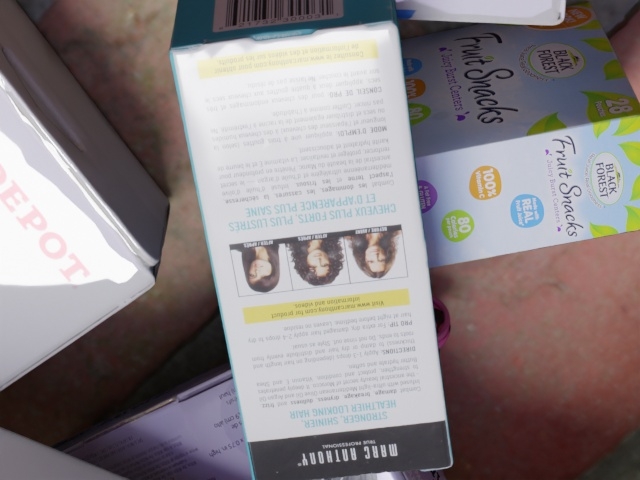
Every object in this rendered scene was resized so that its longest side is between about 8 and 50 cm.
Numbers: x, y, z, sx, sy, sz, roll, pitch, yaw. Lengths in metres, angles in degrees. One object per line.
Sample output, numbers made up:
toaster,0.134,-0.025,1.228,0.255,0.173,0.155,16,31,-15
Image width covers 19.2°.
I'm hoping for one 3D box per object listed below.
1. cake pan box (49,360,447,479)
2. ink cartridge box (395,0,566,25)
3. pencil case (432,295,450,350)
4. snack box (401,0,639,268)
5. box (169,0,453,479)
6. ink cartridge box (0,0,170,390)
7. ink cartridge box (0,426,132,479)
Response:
cake pan box,-0.043,0.199,1.055,0.267,0.070,0.246,-27,92,20
ink cartridge box,0.040,-0.168,0.946,0.148,0.203,0.086,1,108,-2
pencil case,0.012,0.129,1.107,0.095,0.098,0.209,20,109,19
snack box,0.060,-0.052,1.003,0.207,0.174,0.070,-10,116,2
box,0.000,0.000,0.888,0.100,0.060,0.244,-6,122,4
ink cartridge box,-0.267,0.000,1.041,0.306,0.131,0.226,-33,107,10
ink cartridge box,-0.105,0.263,0.894,0.385,0.279,0.160,21,123,10
